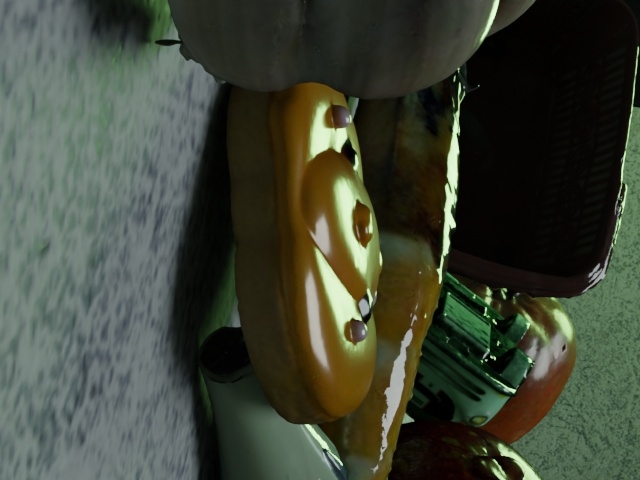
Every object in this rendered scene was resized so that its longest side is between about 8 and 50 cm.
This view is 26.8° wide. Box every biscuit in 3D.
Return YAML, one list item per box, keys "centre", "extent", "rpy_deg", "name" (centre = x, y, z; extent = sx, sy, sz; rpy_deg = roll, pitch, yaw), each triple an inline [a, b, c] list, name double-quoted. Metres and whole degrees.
- centre: [0.004, -0.001, 0.613]
  extent: [0.170, 0.050, 0.170]
  rpy_deg: [-7, 90, -78]
  name: "biscuit"

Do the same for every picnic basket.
- centre: [0.152, -0.091, 1.196]
  extent: [0.129, 0.223, 0.296]
  rpy_deg: [141, -37, -69]
  name: "picnic basket"

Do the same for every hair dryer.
- centre: [-0.021, 0.051, 0.685]
  extent: [0.167, 0.067, 0.199]
  rpy_deg: [70, 19, -61]
  name: "hair dryer"

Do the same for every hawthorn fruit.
- centre: [0.179, 0.151, 1.572]
  extent: [0.210, 0.211, 0.262]
  rpy_deg: [-68, 177, -52]
  name: "hawthorn fruit"

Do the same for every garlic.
- centre: [0.011, -0.130, 0.403]
  extent: [0.127, 0.131, 0.194]
  rpy_deg: [-119, -151, -54]
  name: "garlic"

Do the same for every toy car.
- centre: [0.114, 0.101, 1.293]
  extent: [0.125, 0.136, 0.306]
  rpy_deg: [-53, 180, 10]
  name: "toy car"

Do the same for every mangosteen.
- centre: [0.076, 0.267, 1.068]
  extent: [0.257, 0.215, 0.215]
  rpy_deg: [-54, -174, 31]
  name: "mangosteen"

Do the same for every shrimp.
- centre: [0.042, 0.017, 0.918]
  extent: [0.272, 0.085, 0.445]
  rpy_deg: [100, 1, -68]
  name: "shrimp"

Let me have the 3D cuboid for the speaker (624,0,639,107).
- centre: [0.278, -0.282, 1.596]
  extent: [0.254, 0.232, 0.184]
  rpy_deg: [-72, 169, -64]
  name: "speaker"
